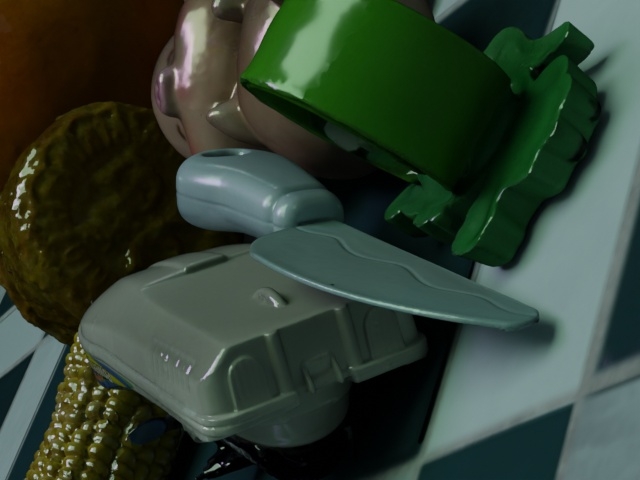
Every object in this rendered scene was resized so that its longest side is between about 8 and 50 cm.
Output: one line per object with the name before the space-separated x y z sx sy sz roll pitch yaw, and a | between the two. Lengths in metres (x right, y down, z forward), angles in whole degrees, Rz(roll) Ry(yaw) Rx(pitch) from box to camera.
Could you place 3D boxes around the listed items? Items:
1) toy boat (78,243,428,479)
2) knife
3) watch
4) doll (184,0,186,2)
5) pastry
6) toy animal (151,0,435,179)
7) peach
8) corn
toy boat | -0.048 0.069 0.929 0.140 0.141 0.269 -65 18 -14
knife | -0.002 0.000 0.860 0.331 0.080 0.044 -150 57 -62
watch | 0.046 -0.080 0.842 0.131 0.152 0.165 -59 15 0
doll | -0.025 -0.200 1.248 0.303 0.156 0.201 -9 53 64
pastry | -0.149 -0.008 1.233 0.103 0.189 0.188 -22 42 61
toy animal | -0.020 -0.109 1.070 0.250 0.154 0.166 -2 78 61
peach | -0.240 -0.136 1.474 0.343 0.343 0.301 -92 10 -60
corn | -0.158 0.175 1.101 0.101 0.101 0.291 -30 36 59
